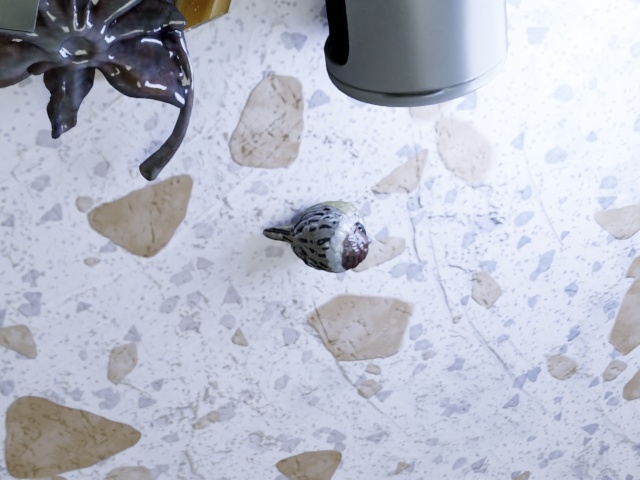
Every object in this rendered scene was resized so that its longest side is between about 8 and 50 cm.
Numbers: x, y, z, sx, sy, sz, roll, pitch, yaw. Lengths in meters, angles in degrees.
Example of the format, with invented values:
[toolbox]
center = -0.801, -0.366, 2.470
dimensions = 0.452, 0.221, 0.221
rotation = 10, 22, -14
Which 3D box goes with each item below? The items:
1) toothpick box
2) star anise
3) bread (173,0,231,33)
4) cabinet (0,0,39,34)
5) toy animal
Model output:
[toothpick box]
center = 0.101, -0.322, 1.116
dimensions = 0.229, 0.229, 0.316
rotation = -17, 127, -11
[star anise]
center = -0.263, -0.224, 1.105
dimensions = 0.315, 0.139, 0.359
rotation = 12, 133, -20
[bread]
center = -0.130, -0.260, 1.166
dimensions = 0.062, 0.049, 0.103
rotation = 21, 119, 5
[cabinet]
center = -0.332, -0.375, 0.797
dimensions = 0.227, 0.318, 0.290
rotation = -1, 140, -24
[toy animal]
center = 0.000, 0.000, 1.375
dimensions = 0.137, 0.098, 0.098
rotation = -8, 125, -17
